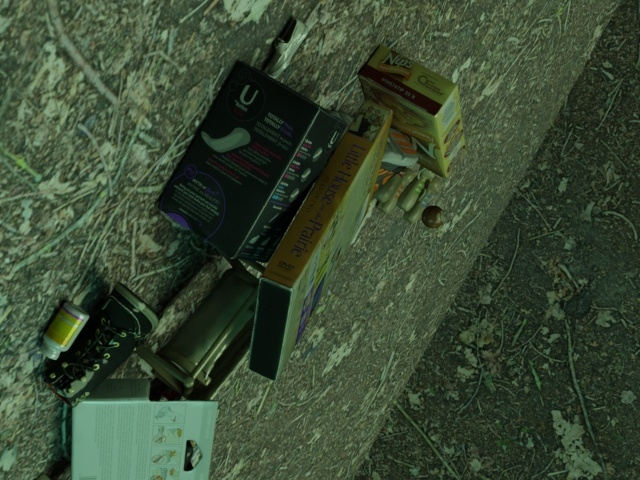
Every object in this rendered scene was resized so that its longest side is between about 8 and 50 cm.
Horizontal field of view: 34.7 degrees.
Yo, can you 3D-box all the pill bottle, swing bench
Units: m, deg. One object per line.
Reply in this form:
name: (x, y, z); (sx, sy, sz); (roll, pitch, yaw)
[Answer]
pill bottle: (-0.388, 0.137, 1.545); (0.083, 0.043, 0.043); (-57, 161, -1)
swing bench: (-0.194, 0.155, 1.855); (0.253, 0.165, 0.255); (-52, 160, -15)

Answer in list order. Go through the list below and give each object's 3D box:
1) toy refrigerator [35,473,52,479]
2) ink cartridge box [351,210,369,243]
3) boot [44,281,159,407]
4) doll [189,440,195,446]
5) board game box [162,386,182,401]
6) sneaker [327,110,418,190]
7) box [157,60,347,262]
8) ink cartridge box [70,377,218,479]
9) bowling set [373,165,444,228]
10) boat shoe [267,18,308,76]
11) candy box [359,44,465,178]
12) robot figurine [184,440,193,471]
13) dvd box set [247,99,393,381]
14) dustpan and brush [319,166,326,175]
toy refrigerator: (-0.531, 0.530, 1.727); (0.269, 0.102, 0.094); (-42, 155, -35)
ink cartridge box: (0.006, 0.029, 2.305); (0.189, 0.066, 0.232); (-18, 133, -61)
boot: (-0.343, 0.168, 1.592); (0.178, 0.085, 0.236); (-47, 176, -22)
doll: (-0.349, 0.474, 2.155); (0.189, 0.046, 0.129); (-34, 160, -36)
board game box: (-0.274, 0.266, 2.008); (0.169, 0.033, 0.133); (-56, -170, -23)
sneaker: (0.048, -0.144, 2.032); (0.180, 0.124, 0.321); (-44, 148, 27)
box: (-0.106, -0.120, 1.635); (0.270, 0.165, 0.143); (-59, 161, 7)
ink cartridge box: (-0.311, 0.355, 1.783); (0.060, 0.239, 0.275); (-106, -158, -52)
bowling set: (0.230, -0.127, 2.398); (0.154, 0.200, 0.287); (-56, 165, -6)
boat shoe: (-0.059, -0.314, 1.656); (0.035, 0.035, 0.100); (33, 94, -43)
candy box: (0.195, -0.258, 2.113); (0.087, 0.183, 0.316); (-54, 160, -10)
robot figurine: (-0.349, 0.484, 1.974); (0.278, 0.209, 0.173); (-61, 176, 10)
dvd box set: (0.000, 0.000, 1.770); (0.307, 0.062, 0.420); (102, 14, -55)
dustpan and brush: (-0.039, -0.137, 1.867); (0.211, 0.060, 0.147); (-1, 123, -54)
